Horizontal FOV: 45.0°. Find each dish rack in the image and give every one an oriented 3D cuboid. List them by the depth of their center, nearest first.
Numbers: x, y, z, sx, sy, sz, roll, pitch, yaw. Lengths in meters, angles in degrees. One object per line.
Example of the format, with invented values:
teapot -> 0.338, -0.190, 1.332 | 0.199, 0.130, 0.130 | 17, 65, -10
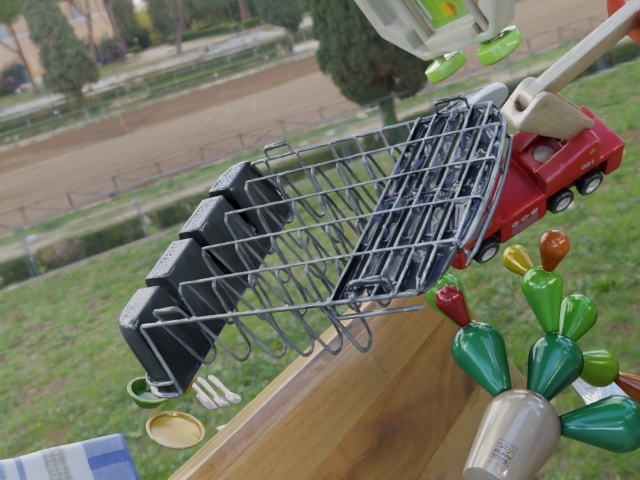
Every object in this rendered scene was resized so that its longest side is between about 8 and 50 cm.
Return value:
dish rack -> 0.000, 0.000, 0.523 | 0.272, 0.074, 0.208 | -11, 37, 36

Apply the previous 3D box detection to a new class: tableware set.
tableware set -> -0.087, 0.150, 0.634 | 0.104, 0.024, 0.154 | -5, 29, -42

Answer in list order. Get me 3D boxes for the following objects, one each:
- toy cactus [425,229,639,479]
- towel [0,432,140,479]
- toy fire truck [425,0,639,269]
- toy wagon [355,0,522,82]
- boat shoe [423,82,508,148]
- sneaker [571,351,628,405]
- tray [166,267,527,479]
toy cactus -> 0.156, 0.094, 0.515 | 0.219, 0.112, 0.180 | 34, 52, 13
towel -> -0.296, 0.324, 0.796 | 0.285, 0.209, 0.034 | -4, -30, -47
toy fire truck -> 0.145, -0.071, 0.483 | 0.192, 0.135, 0.047 | -32, 58, -5
toy wagon -> 0.132, -0.322, 0.896 | 0.068, 0.267, 0.344 | -45, 17, -16
boat shoe -> 0.195, -0.180, 1.086 | 0.142, 0.049, 0.040 | -35, 56, 6
sneaker -> 0.325, 0.166, 0.902 | 0.061, 0.054, 0.152 | -33, 53, 11
tray -> 0.054, 0.176, 0.676 | 0.076, 0.203, 0.411 | -38, -1, 36
